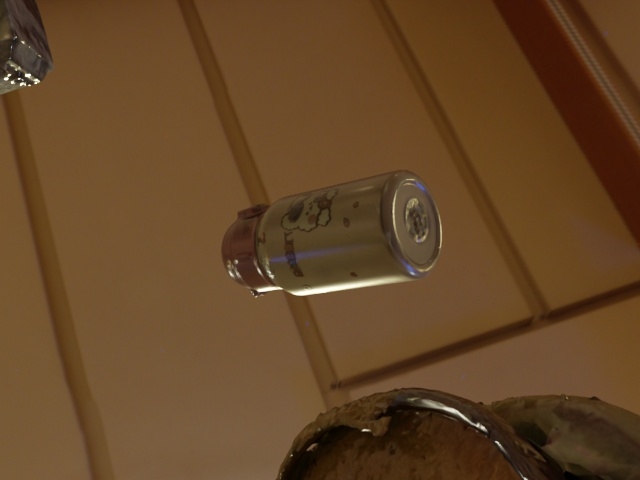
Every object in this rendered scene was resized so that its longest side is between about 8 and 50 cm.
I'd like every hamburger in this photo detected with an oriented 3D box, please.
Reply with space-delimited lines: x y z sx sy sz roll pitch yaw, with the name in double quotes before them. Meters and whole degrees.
"hamburger" 0.091 0.234 0.497 0.195 0.317 0.277 5 -166 -27

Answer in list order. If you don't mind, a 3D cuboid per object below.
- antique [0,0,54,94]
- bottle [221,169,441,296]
"antique" -0.294 -0.211 0.687 0.086 0.088 0.182 -18 -98 3
"bottle" 0.000 0.000 0.850 0.233 0.110 0.109 -10 -125 37
